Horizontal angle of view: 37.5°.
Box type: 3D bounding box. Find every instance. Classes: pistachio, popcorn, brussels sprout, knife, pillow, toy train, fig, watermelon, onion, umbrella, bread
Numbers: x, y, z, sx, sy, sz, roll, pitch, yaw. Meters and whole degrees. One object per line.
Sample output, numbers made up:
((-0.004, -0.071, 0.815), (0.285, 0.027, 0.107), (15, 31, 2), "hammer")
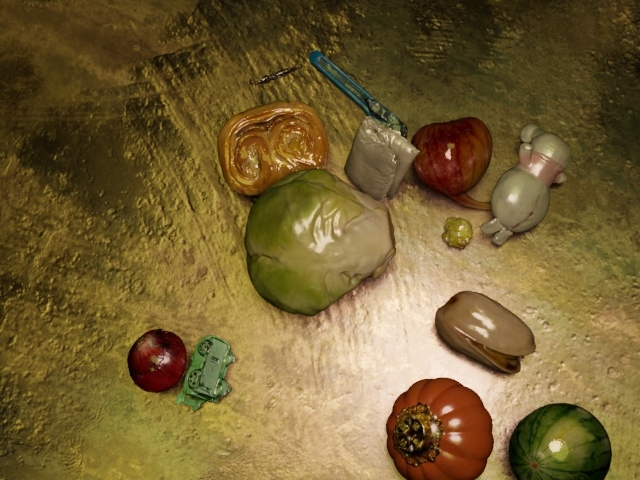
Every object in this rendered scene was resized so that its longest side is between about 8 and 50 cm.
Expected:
((0.329, 0.185, 1.893), (0.206, 0.131, 0.129), (32, 122, 11), "pistachio")
((0.291, -0.021, 1.979), (0.059, 0.068, 0.083), (11, 38, -17), "popcorn")
((-0.011, -0.008, 1.899), (0.316, 0.242, 0.273), (-33, 85, -3), "brussels sprout")
((0.083, -0.318, 2.076), (0.296, 0.026, 0.044), (42, 95, 11), "knife")
((0.118, -0.162, 1.970), (0.134, 0.181, 0.078), (43, 56, 15), "pillow")
((-0.237, 0.271, 1.933), (0.081, 0.099, 0.149), (-4, 67, 38), "toy train")
((0.278, -0.150, 1.969), (0.175, 0.175, 0.207), (-8, 105, 2), "fig")
((0.467, 0.405, 1.812), (0.188, 0.215, 0.188), (5, 97, 45), "watermelon")
((-0.333, 0.245, 1.927), (0.131, 0.131, 0.131), (-1, 77, 4), "onion")
((-0.100, -0.369, 2.106), (0.122, 0.013, 0.022), (-16, 55, 1), "umbrella")
((-0.101, -0.196, 2.012), (0.236, 0.120, 0.198), (-15, 78, 0), "bread")

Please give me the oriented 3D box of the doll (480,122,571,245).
((0.432, -0.118, 1.951), (0.155, 0.113, 0.275), (35, 77, -35), "doll")

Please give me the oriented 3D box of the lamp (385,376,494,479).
((0.228, 0.375, 1.820), (0.223, 0.196, 0.223), (-11, 73, 41), "lamp")
